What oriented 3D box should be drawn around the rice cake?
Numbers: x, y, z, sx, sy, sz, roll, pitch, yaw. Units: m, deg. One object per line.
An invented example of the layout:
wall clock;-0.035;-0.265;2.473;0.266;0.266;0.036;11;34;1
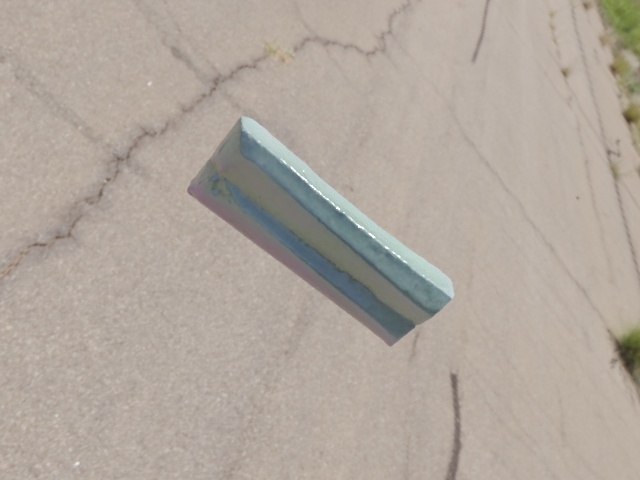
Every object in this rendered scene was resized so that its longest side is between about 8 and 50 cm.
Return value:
rice cake;0.001;0.000;0.560;0.222;0.080;0.042;38;24;-12
